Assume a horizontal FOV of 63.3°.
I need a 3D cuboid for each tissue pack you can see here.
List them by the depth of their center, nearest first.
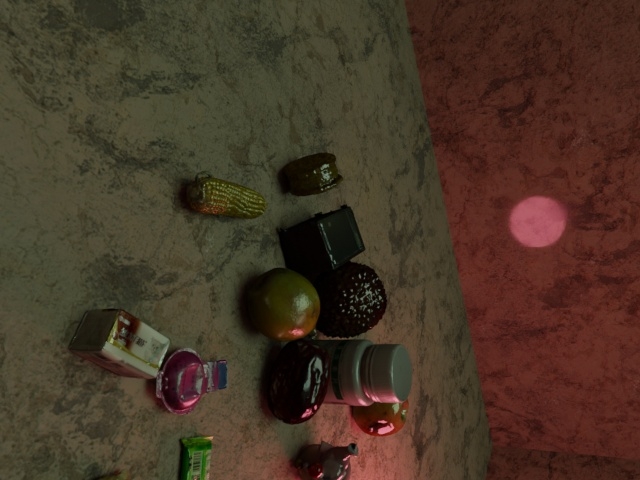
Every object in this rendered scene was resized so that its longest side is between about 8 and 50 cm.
[{"bbox_3d":[-0.405,0.210,1.058,0.148,0.106,0.099,51,44,-45],"label":"tissue pack"}]

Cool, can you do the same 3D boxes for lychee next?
[{"bbox_3d":[0.092,0.197,1.772,0.304,0.276,0.275,-49,128,-29],"label":"lychee"}]

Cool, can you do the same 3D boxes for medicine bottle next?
[{"bbox_3d":[0.105,0.423,1.672,0.208,0.340,0.208,20,66,-58],"label":"medicine bottle"}]

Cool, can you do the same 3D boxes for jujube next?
[{"bbox_3d":[-0.060,0.421,1.543,0.183,0.183,0.243,30,80,-55],"label":"jujube"}]

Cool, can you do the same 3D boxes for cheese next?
[{"bbox_3d":[-0.306,0.334,1.252,0.244,0.062,0.155,12,75,-60],"label":"cheese"}]

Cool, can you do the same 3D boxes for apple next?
[{"bbox_3d":[0.230,0.647,1.997,0.174,0.188,0.207,25,63,-55],"label":"apple"}]

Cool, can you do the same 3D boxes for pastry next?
[{"bbox_3d":[-0.026,-0.220,1.722,0.188,0.189,0.103,-49,128,-53],"label":"pastry"}]

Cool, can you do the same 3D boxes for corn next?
[{"bbox_3d":[-0.249,-0.113,1.406,0.293,0.106,0.106,8,77,-64],"label":"corn"}]

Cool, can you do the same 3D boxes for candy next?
[{"bbox_3d":[-0.300,0.566,1.247,0.102,0.032,0.178,28,60,-60],"label":"candy"}]

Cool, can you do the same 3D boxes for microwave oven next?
[{"bbox_3d":[0.002,0.001,1.736,0.247,0.188,0.178,-27,103,-54],"label":"microwave oven"}]

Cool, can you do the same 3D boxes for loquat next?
[{"bbox_3d":[-0.091,0.198,1.504,0.246,0.213,0.213,47,41,-15],"label":"loquat"}]

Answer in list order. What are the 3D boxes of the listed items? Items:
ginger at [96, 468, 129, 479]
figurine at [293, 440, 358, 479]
[{"bbox_3d":[-0.376,0.587,1.071,0.294,0.086,0.131,58,47,-25],"label":"ginger"},{"bbox_3d":[0.016,0.692,1.618,0.287,0.186,0.176,103,11,-62],"label":"figurine"}]
